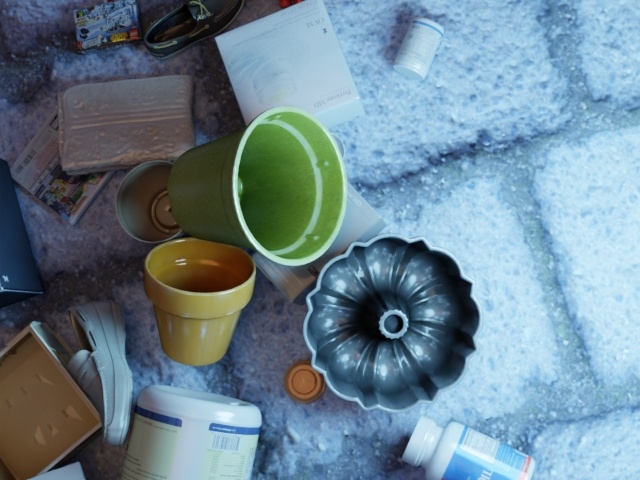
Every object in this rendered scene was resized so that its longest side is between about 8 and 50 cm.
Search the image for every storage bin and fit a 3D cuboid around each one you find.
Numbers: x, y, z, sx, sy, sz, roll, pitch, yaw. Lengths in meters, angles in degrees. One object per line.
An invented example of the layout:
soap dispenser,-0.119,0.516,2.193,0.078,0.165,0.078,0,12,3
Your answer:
storage bin,-0.574,0.332,1.869,0.262,0.123,0.260,-41,80,2

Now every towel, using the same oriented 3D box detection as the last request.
towel,-0.391,-0.232,1.937,0.282,0.049,0.187,-5,77,1

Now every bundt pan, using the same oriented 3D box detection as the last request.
bundt pan,0.126,0.143,1.770,0.330,0.124,0.331,0,96,-5

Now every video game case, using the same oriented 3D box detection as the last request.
video game case,-0.517,-0.164,1.974,0.183,0.023,0.201,37,88,11

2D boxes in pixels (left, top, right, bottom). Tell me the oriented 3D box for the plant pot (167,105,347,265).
plant pot,-0.136,-0.093,1.743,0.253,0.276,0.276,-1,81,44

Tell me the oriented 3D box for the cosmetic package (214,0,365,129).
cosmetic package,-0.057,-0.319,1.874,0.224,0.138,0.225,-21,82,5

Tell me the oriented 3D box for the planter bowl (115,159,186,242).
planter bowl,-0.307,-0.068,1.888,0.162,0.109,0.162,-2,82,11

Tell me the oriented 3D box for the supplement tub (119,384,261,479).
supplement tub,-0.249,0.443,1.754,0.235,0.235,0.325,11,85,9

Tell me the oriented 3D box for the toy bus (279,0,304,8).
toy bus,-0.093,-0.574,1.920,0.220,0.149,0.212,2,99,10

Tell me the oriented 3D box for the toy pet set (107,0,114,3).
toy pet set,-0.404,-0.561,1.986,0.122,0.065,0.114,-14,81,5

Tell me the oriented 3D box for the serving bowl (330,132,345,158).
serving bowl,0.009,-0.172,1.900,0.083,0.027,0.083,-1,83,7

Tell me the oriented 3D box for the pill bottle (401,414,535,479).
pill bottle,0.266,0.406,1.745,0.221,0.124,0.124,23,87,11

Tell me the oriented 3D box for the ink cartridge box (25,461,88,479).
ink cartridge box,-0.476,0.562,1.742,0.168,0.171,0.233,-18,48,-12

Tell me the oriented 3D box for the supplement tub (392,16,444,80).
supplement tub,0.193,-0.376,1.880,0.071,0.071,0.107,22,87,10

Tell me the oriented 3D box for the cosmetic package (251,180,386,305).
cosmetic package,0.000,0.000,1.844,0.238,0.107,0.127,-46,76,3

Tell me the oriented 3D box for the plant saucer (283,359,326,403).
plant saucer,-0.031,0.274,1.858,0.083,0.013,0.084,-1,83,7

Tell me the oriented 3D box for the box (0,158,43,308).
box,-0.748,0.011,1.898,0.293,0.183,0.297,-19,82,10

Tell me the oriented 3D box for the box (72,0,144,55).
box,-0.441,-0.445,1.996,0.136,0.027,0.094,-10,80,7

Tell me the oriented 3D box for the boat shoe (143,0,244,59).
boat shoe,-0.256,-0.448,1.950,0.227,0.068,0.081,-34,80,3

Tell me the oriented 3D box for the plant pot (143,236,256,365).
plant pot,-0.231,0.124,1.804,0.205,0.205,0.188,13,119,9

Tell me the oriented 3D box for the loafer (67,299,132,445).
loafer,-0.418,0.246,1.804,0.111,0.112,0.320,1,43,-21
